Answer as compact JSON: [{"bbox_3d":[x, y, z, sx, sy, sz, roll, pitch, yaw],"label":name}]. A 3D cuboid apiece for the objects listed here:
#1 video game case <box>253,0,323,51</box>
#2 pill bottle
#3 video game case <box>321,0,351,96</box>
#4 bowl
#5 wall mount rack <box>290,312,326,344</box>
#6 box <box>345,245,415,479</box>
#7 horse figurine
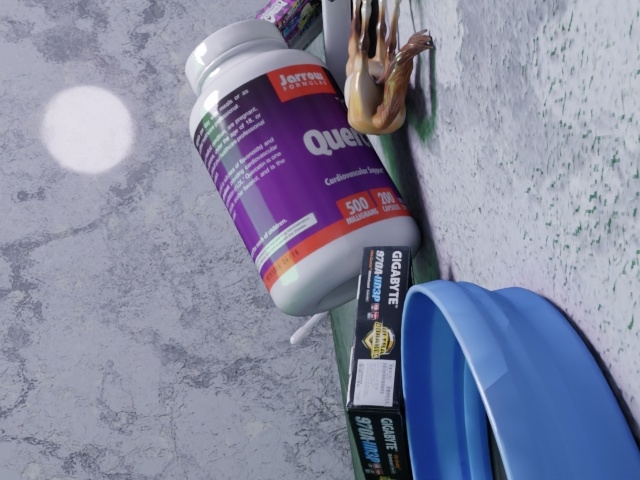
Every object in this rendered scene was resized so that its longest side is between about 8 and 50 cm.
[{"bbox_3d":[-0.079,-0.361,1.537,0.042,0.232,0.210,38,167,9],"label":"video game case"},{"bbox_3d":[-0.032,-0.087,0.972,0.322,0.182,0.181,62,172,15],"label":"pill bottle"},{"bbox_3d":[0.017,-0.338,1.080,0.329,0.036,0.299,86,-178,-49],"label":"video game case"},{"bbox_3d":[0.131,0.214,0.560,0.391,0.077,0.391,171,90,-86],"label":"bowl"},{"bbox_3d":[0.000,0.000,1.523,0.304,0.131,0.350,-91,-6,-47],"label":"wall mount rack"},{"bbox_3d":[0.069,0.138,0.856,0.220,0.051,0.175,76,-162,-53],"label":"box"},{"bbox_3d":[0.058,-0.172,0.866,0.263,0.066,0.174,-100,9,-71],"label":"horse figurine"}]
